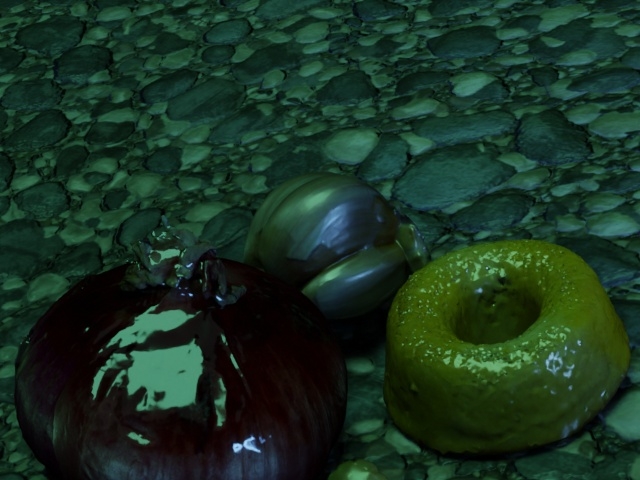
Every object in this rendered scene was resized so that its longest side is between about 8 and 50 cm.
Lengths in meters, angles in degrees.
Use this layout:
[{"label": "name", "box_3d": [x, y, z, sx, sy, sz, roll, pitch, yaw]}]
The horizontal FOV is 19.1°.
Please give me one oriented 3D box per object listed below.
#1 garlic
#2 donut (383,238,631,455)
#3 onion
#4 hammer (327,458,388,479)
[{"label": "garlic", "box_3d": [0.000, 0.000, 2.093, 0.191, 0.160, 0.214, -15, 14, -15]}, {"label": "donut", "box_3d": [0.186, 0.099, 1.959, 0.277, 0.108, 0.277, -9, 31, 5]}, {"label": "onion", "box_3d": [-0.135, 0.115, 1.889, 0.347, 0.285, 0.347, 0, 30, 0]}, {"label": "hammer", "box_3d": [0.037, 0.325, 1.504, 0.202, 0.305, 0.113, -3, -12, 13]}]
